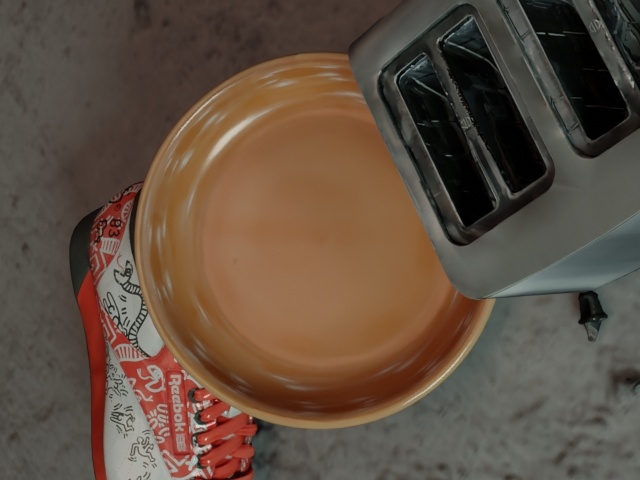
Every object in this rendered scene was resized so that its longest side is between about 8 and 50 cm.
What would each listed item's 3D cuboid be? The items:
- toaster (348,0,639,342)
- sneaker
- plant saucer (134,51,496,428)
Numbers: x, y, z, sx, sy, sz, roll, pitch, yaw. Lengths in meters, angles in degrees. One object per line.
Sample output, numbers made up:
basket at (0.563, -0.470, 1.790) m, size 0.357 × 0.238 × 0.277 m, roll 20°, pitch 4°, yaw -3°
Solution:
toaster at (0.121, -0.067, 0.580) m, size 0.168 × 0.110 × 0.185 m, roll -37°, pitch 69°, yaw 38°
sneaker at (-0.069, 0.084, 0.775) m, size 0.145 × 0.090 × 0.270 m, roll -27°, pitch 72°, yaw 43°
plant saucer at (0.000, 0.000, 0.693) m, size 0.200 × 0.037 × 0.200 m, roll 0°, pitch 88°, yaw 12°
